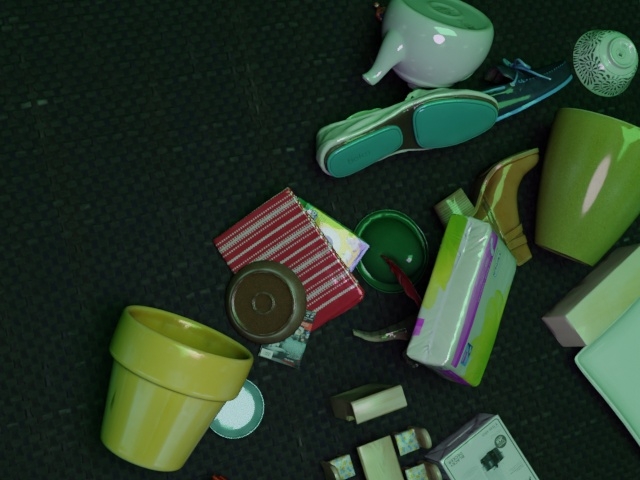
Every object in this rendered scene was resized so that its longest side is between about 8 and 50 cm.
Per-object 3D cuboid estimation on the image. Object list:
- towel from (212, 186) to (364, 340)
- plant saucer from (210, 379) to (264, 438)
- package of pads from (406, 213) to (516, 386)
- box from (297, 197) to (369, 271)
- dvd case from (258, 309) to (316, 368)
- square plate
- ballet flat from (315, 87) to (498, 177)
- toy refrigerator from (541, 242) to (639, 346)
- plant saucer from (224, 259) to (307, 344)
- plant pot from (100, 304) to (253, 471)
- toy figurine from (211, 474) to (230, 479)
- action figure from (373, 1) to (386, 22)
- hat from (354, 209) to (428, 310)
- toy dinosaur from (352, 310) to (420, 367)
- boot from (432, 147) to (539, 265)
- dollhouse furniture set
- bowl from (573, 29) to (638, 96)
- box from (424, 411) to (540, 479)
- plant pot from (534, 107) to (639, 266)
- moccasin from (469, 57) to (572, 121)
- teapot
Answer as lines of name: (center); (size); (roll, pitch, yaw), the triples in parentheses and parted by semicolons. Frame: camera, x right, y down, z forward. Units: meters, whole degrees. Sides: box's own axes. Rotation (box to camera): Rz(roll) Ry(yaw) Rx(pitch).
towel: (-0.062, 0.057, 1.670); (0.199, 0.031, 0.275); (-35, 93, 6)
plant saucer: (-0.172, 0.330, 1.634); (0.119, 0.021, 0.119); (3, 81, -16)
package of pads: (0.287, 0.125, 1.635); (0.101, 0.229, 0.296); (14, 77, 31)
box: (0.000, 0.000, 1.700); (0.179, 0.043, 0.105); (34, 92, -1)
dvd case: (-0.067, 0.188, 1.661); (0.087, 0.013, 0.119); (17, 94, 3)
square plate: (0.786, 0.295, 1.910); (0.347, 0.049, 0.344); (-39, 94, -18)
ballet flat: (0.171, -0.251, 1.739); (0.400, 0.139, 0.139); (-19, 88, -6)
toy refrigerator: (0.639, 0.126, 1.863); (0.269, 0.102, 0.094); (-38, 94, -18)
plant saucer: (-0.112, 0.123, 1.640); (0.168, 0.029, 0.168); (0, 89, 9)
plant pot: (-0.282, 0.274, 1.508); (0.254, 0.254, 0.239); (23, 93, -12)
toy figurine: (-0.148, 0.552, 1.514); (0.209, 0.213, 0.148); (30, 84, -13)
action figure: (0.160, -0.487, 1.846); (0.115, 0.030, 0.038); (45, 78, -4)
hat: (0.179, 0.024, 1.696); (0.173, 0.183, 0.208); (-35, 93, -16)
toy dinosaur: (0.206, 0.203, 1.748); (0.268, 0.064, 0.118); (-17, 81, -16)
boot: (0.411, -0.056, 1.815); (0.283, 0.109, 0.220); (-35, 92, -16)
dollhouse furniture set: (0.118, 0.415, 1.635); (0.212, 0.161, 0.242); (-16, 87, -18)
bowl: (0.698, -0.435, 1.971); (0.170, 0.080, 0.170); (2, 82, -17)
box: (0.368, 0.528, 1.733); (0.169, 0.087, 0.290); (-34, 92, -18)
plant pot: (0.590, -0.102, 1.820); (0.275, 0.275, 0.293); (22, 93, -13)
moccasin: (0.412, -0.340, 1.840); (0.342, 0.138, 0.117); (-28, 99, -19)
teapot: (0.237, -0.408, 1.763); (0.256, 0.187, 0.252); (17, 34, -2)
